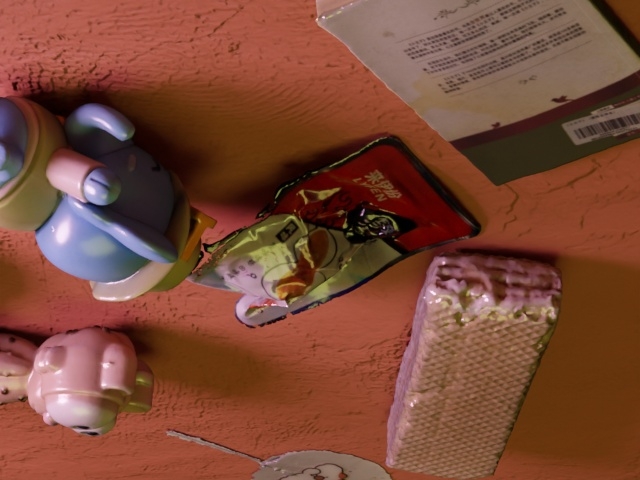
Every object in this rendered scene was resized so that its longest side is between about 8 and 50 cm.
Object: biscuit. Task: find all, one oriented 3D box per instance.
[{"bbox_3d":[0.155,0.145,1.771,0.144,0.078,0.426,6,148,-2],"label":"biscuit"}]

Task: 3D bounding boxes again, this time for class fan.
[{"bbox_3d":[-0.056,0.295,2.100,0.329,0.009,0.191,23,144,-28],"label":"fan"}]

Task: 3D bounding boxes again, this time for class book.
[{"bbox_3d":[0.156,-0.147,1.351,0.201,0.026,0.289,-18,142,31],"label":"book"}]

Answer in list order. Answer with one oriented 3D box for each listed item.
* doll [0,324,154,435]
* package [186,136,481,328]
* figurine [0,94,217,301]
[{"bbox_3d":[-0.319,0.153,1.813,0.278,0.119,0.154,-1,162,20],"label":"doll"},{"bbox_3d":[0.000,0.000,1.577,0.269,0.071,0.194,-32,147,17],"label":"package"},{"bbox_3d":[-0.215,-0.039,1.456,0.180,0.154,0.262,-8,152,39],"label":"figurine"}]
